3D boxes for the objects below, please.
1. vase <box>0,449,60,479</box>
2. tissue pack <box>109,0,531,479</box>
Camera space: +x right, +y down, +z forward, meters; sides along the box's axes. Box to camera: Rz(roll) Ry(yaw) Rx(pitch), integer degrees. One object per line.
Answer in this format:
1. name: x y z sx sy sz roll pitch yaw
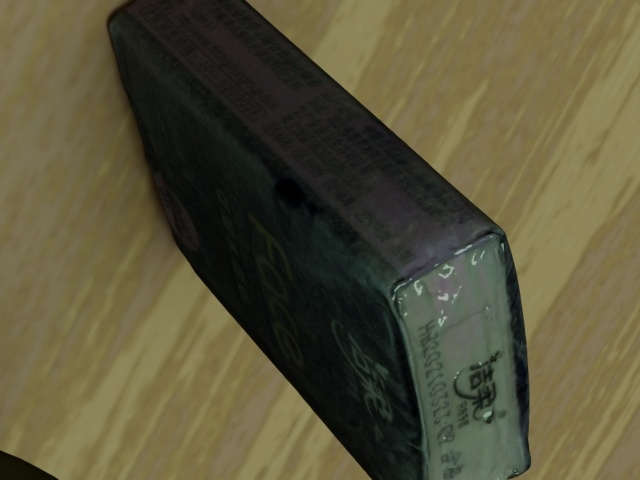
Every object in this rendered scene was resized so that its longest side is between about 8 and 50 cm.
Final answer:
1. vase: -0.207 0.189 0.531 0.302 0.241 0.329 6 143 -34
2. tissue pack: 0.000 0.000 0.603 0.051 0.156 0.112 -31 139 -17
